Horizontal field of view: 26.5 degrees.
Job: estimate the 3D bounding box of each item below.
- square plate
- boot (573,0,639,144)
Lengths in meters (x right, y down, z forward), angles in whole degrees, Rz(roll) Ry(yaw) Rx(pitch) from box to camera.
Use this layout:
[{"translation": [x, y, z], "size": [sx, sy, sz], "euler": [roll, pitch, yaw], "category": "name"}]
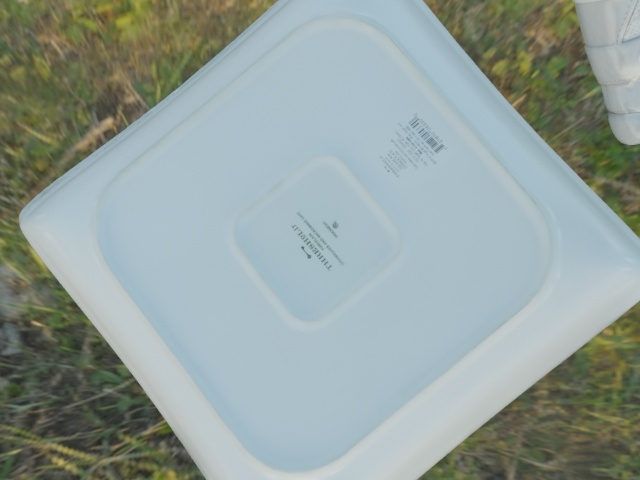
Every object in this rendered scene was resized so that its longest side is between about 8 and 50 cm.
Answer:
[{"translation": [0.000, 0.000, 0.965], "size": [0.344, 0.049, 0.347], "euler": [-39, 74, 1], "category": "square plate"}, {"translation": [0.270, -0.138, 0.784], "size": [0.258, 0.095, 0.123], "euler": [-17, 105, -7], "category": "boot"}]
